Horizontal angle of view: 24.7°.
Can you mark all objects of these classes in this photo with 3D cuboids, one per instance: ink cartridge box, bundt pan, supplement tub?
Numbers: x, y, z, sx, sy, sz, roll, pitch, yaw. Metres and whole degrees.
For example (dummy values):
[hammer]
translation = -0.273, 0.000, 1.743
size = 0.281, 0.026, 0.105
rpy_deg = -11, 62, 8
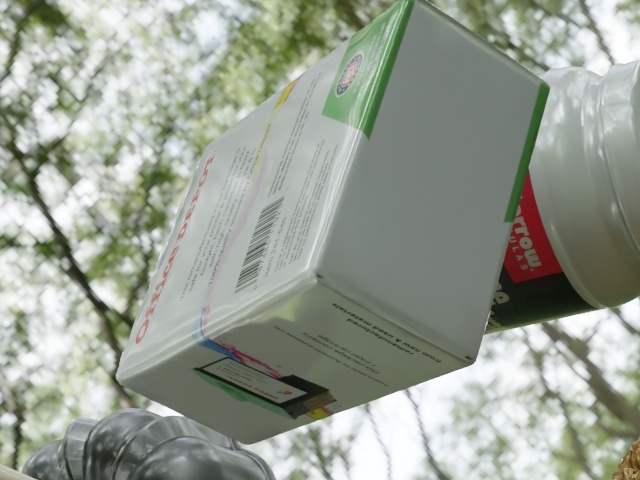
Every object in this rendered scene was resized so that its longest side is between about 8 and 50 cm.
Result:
[ink cartridge box]
translation = 0.000, 0.000, 0.940
size = 0.278, 0.117, 0.201
rpy_deg = -29, 36, 55
[bundt pan]
translation = -0.196, 0.300, 1.369
size = 0.331, 0.331, 0.124
rpy_deg = -46, -43, -1
[supplement tub]
translation = 0.152, -0.026, 1.165
size = 0.272, 0.191, 0.191
rpy_deg = -16, -13, 29

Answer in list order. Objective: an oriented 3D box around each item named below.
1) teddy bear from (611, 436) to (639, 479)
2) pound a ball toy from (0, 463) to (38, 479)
[teddy bear]
translation = 0.181, 0.248, 0.781
size = 0.245, 0.113, 0.338
rpy_deg = 17, -67, -36
[pound a ball toy]
translation = -0.213, 0.250, 1.121
size = 0.136, 0.319, 0.208
rpy_deg = 93, -164, -50
